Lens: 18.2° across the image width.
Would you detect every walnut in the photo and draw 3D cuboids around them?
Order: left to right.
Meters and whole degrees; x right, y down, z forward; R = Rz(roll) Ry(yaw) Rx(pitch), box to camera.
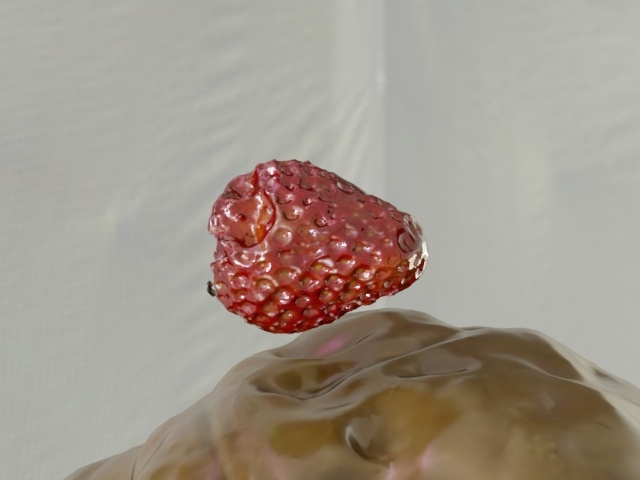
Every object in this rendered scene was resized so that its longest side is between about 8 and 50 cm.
[{"bbox_3d":[0.025,0.201,0.809,0.308,0.354,0.398,52,-179,-9],"label":"walnut"}]

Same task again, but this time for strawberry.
[{"bbox_3d":[0.000,0.000,0.764,0.073,0.083,0.073,-10,-90,-70],"label":"strawberry"}]
